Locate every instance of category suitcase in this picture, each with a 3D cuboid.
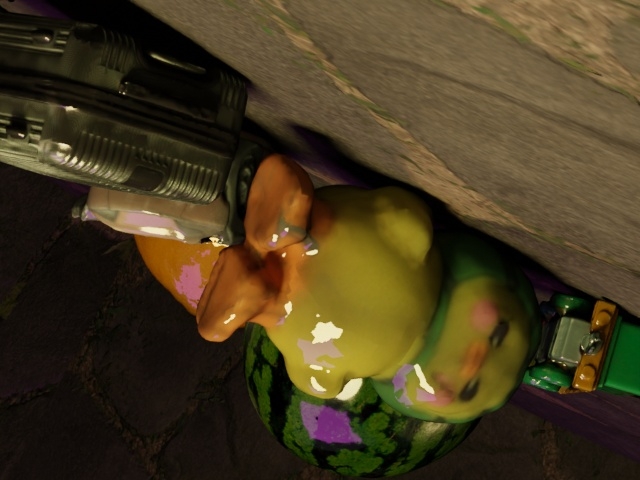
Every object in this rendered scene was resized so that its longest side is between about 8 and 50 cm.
[{"bbox_3d":[-0.222,-0.118,1.530,0.202,0.128,0.312,16,178,-43],"label":"suitcase"}]

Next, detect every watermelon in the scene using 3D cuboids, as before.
[{"bbox_3d":[0.055,0.121,1.912,0.285,0.285,0.285,27,174,3],"label":"watermelon"}]

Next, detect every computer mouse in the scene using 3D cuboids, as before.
[{"bbox_3d":[-0.126,-0.079,1.767,0.200,0.114,0.389,13,-167,6],"label":"computer mouse"}]

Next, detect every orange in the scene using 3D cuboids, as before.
[{"bbox_3d":[-0.114,0.007,2.115,0.249,0.183,0.249,27,176,2],"label":"orange"}]

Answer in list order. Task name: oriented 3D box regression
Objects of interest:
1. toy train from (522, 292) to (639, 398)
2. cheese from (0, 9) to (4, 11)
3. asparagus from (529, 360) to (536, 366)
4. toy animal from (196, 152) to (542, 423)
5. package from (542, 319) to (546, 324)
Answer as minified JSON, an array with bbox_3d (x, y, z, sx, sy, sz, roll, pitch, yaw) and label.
[{"bbox_3d":[0.278,0.115,1.745,0.136,0.091,0.227,17,174,4],"label":"toy train"},{"bbox_3d":[-0.425,-0.253,1.768,0.249,0.070,0.163,27,173,-3],"label":"cheese"},{"bbox_3d":[0.162,0.101,2.187,0.343,0.085,0.082,20,158,39],"label":"asparagus"},{"bbox_3d":[0.053,0.050,1.665,0.338,0.216,0.191,22,-167,-25],"label":"toy animal"},{"bbox_3d":[0.241,0.100,2.026,0.059,0.029,0.083,9,142,44],"label":"package"}]
